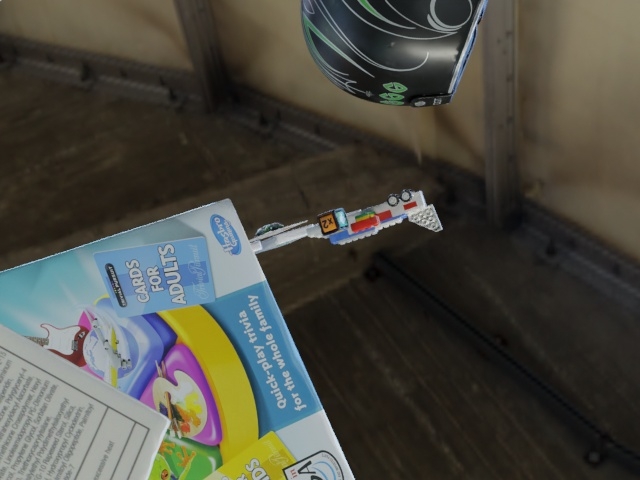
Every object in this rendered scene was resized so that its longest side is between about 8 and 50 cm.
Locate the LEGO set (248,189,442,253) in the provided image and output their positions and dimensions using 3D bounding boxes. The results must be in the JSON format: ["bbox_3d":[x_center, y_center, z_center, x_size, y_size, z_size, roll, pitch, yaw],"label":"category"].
[{"bbox_3d":[0.000,0.000,1.268,0.182,0.244,0.060,-18,-92,-29],"label":"LEGO set"}]

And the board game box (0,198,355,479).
[{"bbox_3d":[-0.165,0.138,0.876,0.336,0.079,0.253,-20,-98,-34],"label":"board game box"}]

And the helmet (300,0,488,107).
[{"bbox_3d":[0.060,-0.206,1.084,0.162,0.169,0.169,20,-126,5],"label":"helmet"}]

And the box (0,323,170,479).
[{"bbox_3d":[-0.252,0.091,0.618,0.311,0.121,0.148,33,-127,-15],"label":"box"}]
